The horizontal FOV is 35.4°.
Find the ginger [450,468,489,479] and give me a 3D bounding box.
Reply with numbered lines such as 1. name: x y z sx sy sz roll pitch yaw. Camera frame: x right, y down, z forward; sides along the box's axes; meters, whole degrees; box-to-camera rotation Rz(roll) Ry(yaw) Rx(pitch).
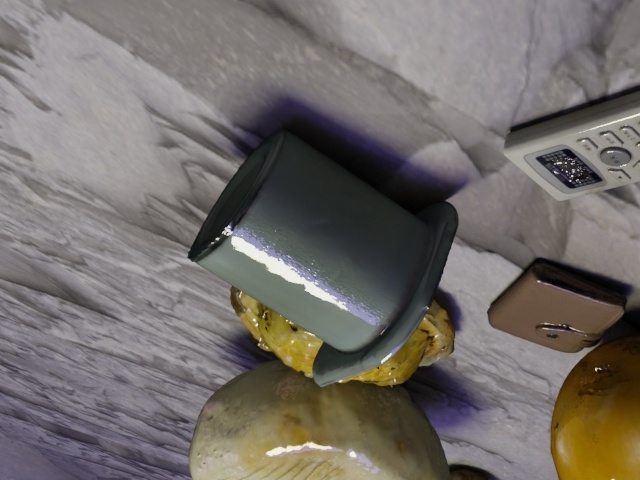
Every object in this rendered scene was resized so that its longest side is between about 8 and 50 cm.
1. ginger: 0.154 0.461 1.774 0.304 0.155 0.244 3 145 8

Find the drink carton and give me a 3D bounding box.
1. drink carton: 0.000 0.000 0.943 0.190 0.185 0.191 37 150 -14

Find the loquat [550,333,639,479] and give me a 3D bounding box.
1. loquat: 0.359 0.211 1.067 0.235 0.235 0.235 13 153 7

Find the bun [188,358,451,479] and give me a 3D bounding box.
1. bun: 0.010 0.284 1.414 0.365 0.219 0.365 8 145 6

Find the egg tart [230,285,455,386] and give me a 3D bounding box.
1. egg tart: 0.017 0.107 1.192 0.291 0.107 0.290 12 153 6

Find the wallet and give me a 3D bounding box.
1. wallet: 0.253 0.079 1.082 0.118 0.038 0.152 19 152 -1

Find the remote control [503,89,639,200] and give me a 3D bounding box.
1. remote control: 0.244 -0.078 0.793 0.087 0.029 0.190 34 148 -33
